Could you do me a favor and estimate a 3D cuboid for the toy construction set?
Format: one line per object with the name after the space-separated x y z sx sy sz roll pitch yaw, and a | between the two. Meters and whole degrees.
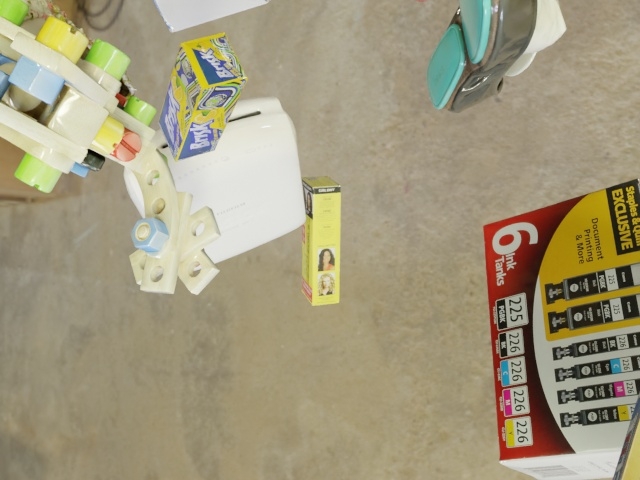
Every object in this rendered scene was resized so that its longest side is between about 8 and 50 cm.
-0.197 -0.085 0.606 0.215 0.328 0.151 27 73 30 | toy construction set

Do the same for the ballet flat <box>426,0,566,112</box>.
0.162 -0.196 0.638 0.280 0.096 0.095 78 180 -86 | ballet flat

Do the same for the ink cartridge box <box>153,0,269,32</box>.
-0.146 -0.602 1.429 0.270 0.395 0.151 -3 125 35 | ink cartridge box

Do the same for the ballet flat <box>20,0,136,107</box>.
-0.266 -0.189 0.704 0.077 0.241 0.091 36 98 17 | ballet flat

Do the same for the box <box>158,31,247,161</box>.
-0.135 -0.153 0.766 0.059 0.054 0.169 64 154 10 | box

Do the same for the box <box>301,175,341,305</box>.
0.000 0.000 1.307 0.087 0.058 0.232 -132 39 -65 | box

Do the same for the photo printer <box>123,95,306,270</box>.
-0.150 -0.084 1.050 0.307 0.256 0.107 86 160 -64 | photo printer

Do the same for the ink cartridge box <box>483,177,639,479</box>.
0.346 0.101 0.799 0.272 0.130 0.309 -19 54 34 | ink cartridge box

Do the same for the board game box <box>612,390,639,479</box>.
0.351 0.138 0.560 0.165 0.042 0.243 20 69 21 | board game box
